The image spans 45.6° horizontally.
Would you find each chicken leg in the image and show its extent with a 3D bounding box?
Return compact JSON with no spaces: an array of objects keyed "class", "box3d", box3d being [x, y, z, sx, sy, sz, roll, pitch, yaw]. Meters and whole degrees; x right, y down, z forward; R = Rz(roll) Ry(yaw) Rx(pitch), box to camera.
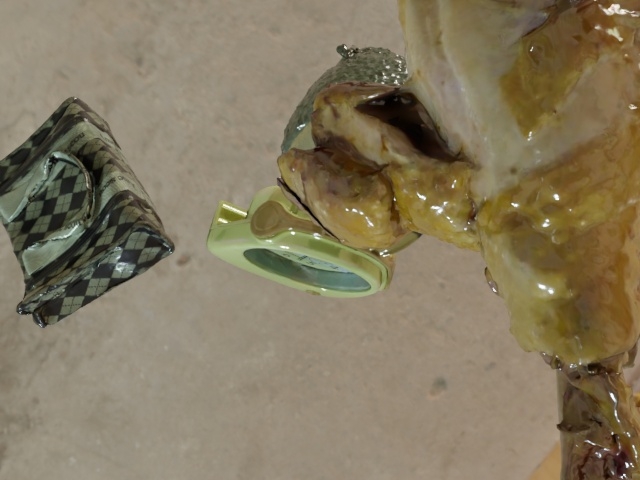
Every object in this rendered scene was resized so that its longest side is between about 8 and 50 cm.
[{"class":"chicken leg","box3d":[0.110,-0.024,0.508,0.295,0.409,0.182,-13,159,17]}]

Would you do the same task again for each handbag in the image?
[{"class":"handbag","box3d":[-0.513,-0.055,1.533,0.317,0.416,0.180,-37,146,1]}]

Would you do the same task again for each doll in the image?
[{"class":"doll","box3d":[0.076,-0.164,1.144,0.247,0.349,0.247,3,124,5]}]

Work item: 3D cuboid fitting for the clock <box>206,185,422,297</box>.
[{"class":"clock","box3d":[0.000,0.000,0.761,0.170,0.232,0.069,24,72,-27]}]
